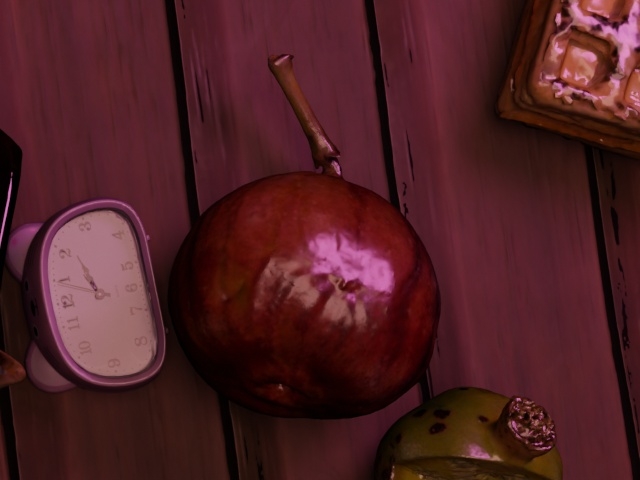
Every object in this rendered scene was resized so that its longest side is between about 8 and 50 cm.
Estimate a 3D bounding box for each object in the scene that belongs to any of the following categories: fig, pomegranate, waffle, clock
[{"bbox_3d":[-0.003,0.014,1.489,0.203,0.186,0.249,14,49,2],"label":"fig"},{"bbox_3d":[0.117,0.168,1.507,0.143,0.122,0.169,14,122,-16],"label":"pomegranate"},{"bbox_3d":[0.312,-0.242,1.598,0.261,0.114,0.376,17,82,-13],"label":"waffle"},{"bbox_3d":[-0.179,0.044,1.494,0.110,0.050,0.153,-11,88,-13],"label":"clock"}]

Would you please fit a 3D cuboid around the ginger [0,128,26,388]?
[{"bbox_3d":[-0.402,0.074,1.391,0.358,0.211,0.413,31,70,5],"label":"ginger"}]
